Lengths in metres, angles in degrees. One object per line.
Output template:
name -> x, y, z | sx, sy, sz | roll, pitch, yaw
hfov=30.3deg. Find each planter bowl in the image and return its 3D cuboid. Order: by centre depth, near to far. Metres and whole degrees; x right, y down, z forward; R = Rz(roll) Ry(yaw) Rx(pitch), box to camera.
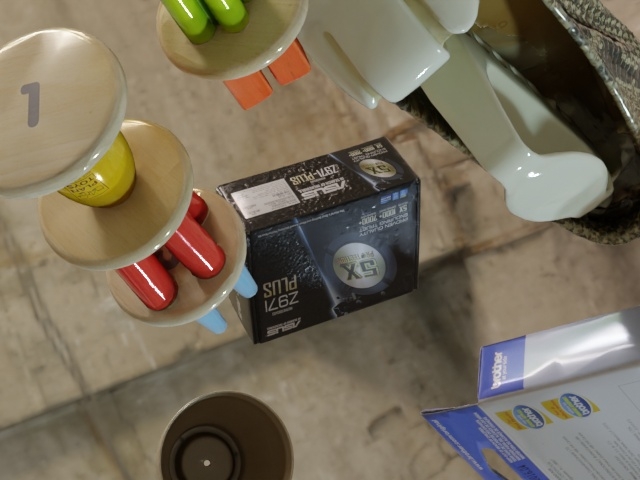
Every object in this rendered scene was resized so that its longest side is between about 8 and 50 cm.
planter bowl -> -0.125, 0.264, 1.414 | 0.162, 0.162, 0.109 | 68, -23, 4

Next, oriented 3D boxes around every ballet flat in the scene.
ballet flat -> 0.082, -0.123, 0.703 | 0.164, 0.483, 0.182 | -28, -129, 30

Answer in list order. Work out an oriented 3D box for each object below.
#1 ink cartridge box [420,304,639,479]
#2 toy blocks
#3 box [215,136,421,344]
ink cartridge box -> 0.252, 0.123, 0.880 | 0.311, 0.065, 0.186 | -21, -48, 29
toy blocks -> -0.041, -0.036, 0.392 | 0.054, 0.123, 0.148 | 23, -15, 25
box -> 0.000, 0.000, 1.137 | 0.077, 0.180, 0.147 | -124, -156, -44
